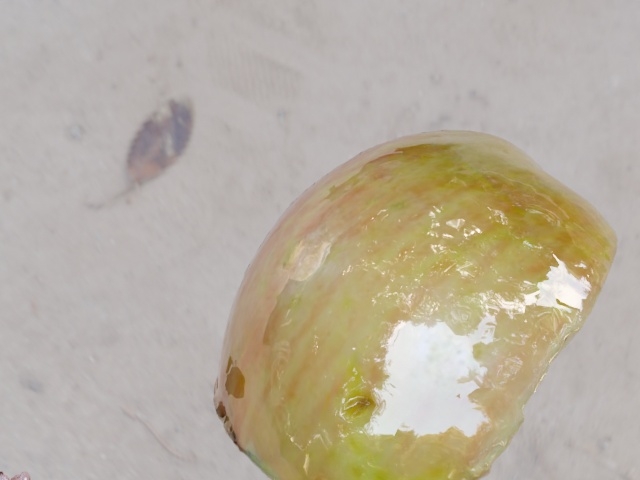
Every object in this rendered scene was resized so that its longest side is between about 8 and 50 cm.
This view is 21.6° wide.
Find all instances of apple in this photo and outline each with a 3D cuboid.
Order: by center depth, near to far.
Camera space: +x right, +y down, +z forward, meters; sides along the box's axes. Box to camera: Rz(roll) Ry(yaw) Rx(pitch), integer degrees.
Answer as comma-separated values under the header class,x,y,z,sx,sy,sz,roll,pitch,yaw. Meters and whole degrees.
class,x,y,z,sx,sy,sz,roll,pitch,yaw
apple,0.085,0.071,1.355,0.314,0.252,0.309,42,108,41

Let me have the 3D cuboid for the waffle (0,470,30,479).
class,x,y,z,sx,sy,sz,roll,pitch,yaw
waffle,-0.194,0.181,1.028,0.075,0.029,0.083,-34,104,-24
